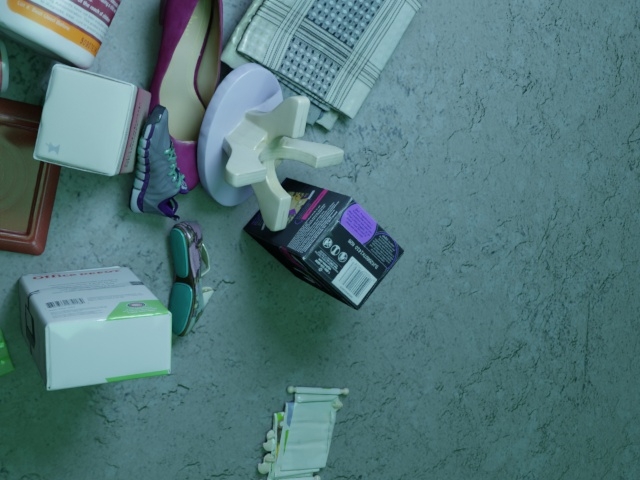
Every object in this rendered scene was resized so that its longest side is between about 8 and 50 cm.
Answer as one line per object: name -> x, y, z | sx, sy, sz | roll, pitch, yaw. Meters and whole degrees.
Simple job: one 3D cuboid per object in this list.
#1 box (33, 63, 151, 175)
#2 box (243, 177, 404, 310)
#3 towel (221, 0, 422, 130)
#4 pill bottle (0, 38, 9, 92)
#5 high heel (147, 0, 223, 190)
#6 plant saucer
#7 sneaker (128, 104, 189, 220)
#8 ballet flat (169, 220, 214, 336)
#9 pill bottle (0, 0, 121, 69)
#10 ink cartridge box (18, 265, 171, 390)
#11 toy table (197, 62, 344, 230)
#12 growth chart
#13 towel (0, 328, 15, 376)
box -> -0.362, -0.190, 1.407 | 0.126, 0.232, 0.149 | 14, 95, -6
box -> 0.000, 0.000, 1.627 | 0.165, 0.270, 0.143 | 44, 80, -28
towel -> 0.011, -0.386, 1.605 | 0.312, 0.056, 0.324 | 27, 102, -42
pill bottle -> -0.581, -0.276, 1.368 | 0.160, 0.087, 0.087 | -6, 104, -29
high heel -> -0.226, -0.263, 1.503 | 0.127, 0.181, 0.378 | -10, 105, -26
plant saucer -> -0.563, -0.112, 1.442 | 0.259, 0.047, 0.259 | 10, 97, -29
sneaker -> -0.269, -0.134, 1.519 | 0.098, 0.083, 0.224 | 16, 130, -5
ballet flat -> -0.241, 0.071, 1.639 | 0.079, 0.076, 0.222 | -11, 107, -45
pill bottle -> -0.383, -0.488, 1.350 | 0.224, 0.224, 0.392 | 25, 90, -29
ink cartridge box -> -0.385, 0.139, 1.461 | 0.198, 0.273, 0.115 | -4, 106, -26
toy table -> -0.100, -0.158, 1.544 | 0.252, 0.161, 0.274 | -27, 137, -32
growth chart -> -0.041, 0.417, 1.841 | 0.171, 0.021, 0.237 | 14, 95, -28
towel -> -0.620, 0.204, 1.500 | 0.152, 0.023, 0.113 | -20, 112, -24
